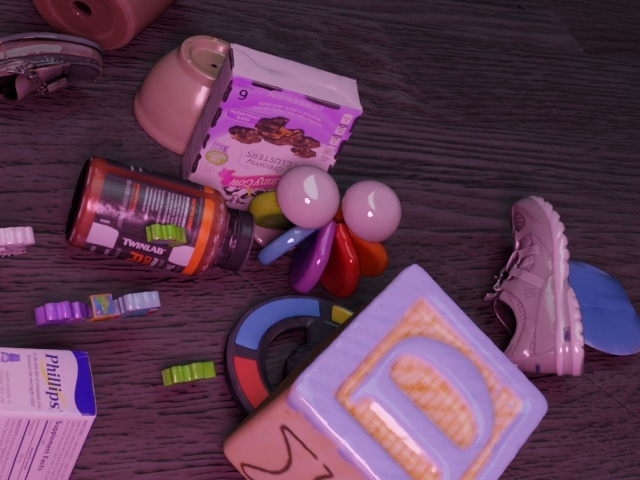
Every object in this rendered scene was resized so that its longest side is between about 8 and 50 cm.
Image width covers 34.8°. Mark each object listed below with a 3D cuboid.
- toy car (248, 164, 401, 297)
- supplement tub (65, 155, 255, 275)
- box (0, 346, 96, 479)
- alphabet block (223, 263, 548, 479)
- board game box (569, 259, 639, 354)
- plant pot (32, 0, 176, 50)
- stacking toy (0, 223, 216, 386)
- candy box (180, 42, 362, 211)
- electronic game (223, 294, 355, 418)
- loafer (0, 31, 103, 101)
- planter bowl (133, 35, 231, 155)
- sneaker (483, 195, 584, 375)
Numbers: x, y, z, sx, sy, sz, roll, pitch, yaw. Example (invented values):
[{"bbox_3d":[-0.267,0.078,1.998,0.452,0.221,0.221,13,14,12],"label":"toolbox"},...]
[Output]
[{"bbox_3d":[0.000,0.000,1.212,0.182,0.159,0.136,12,70,-21],"label":"toy car"},{"bbox_3d":[-0.176,-0.021,1.144,0.198,0.106,0.106,15,42,-18],"label":"supplement tub"},{"bbox_3d":[-0.277,0.157,0.877,0.137,0.126,0.072,7,43,-27],"label":"box"},{"bbox_3d":[0.056,0.175,0.958,0.192,0.197,0.193,48,55,3],"label":"alphabet block"},{"bbox_3d":[0.373,0.100,1.410,0.133,0.033,0.168,6,45,-24],"label":"board game box"},{"bbox_3d":[-0.281,-0.390,1.390,0.263,0.263,0.229,25,56,-6],"label":"plant pot"},{"bbox_3d":[-0.220,0.070,1.018,0.221,0.052,0.167,-3,76,-35],"label":"stacking toy"},{"bbox_3d":[-0.064,-0.124,1.250,0.165,0.196,0.070,13,42,-20],"label":"candy box"},{"bbox_3d":[0.004,0.151,1.118,0.229,0.048,0.229,17,41,-16],"label":"electronic game"},{"bbox_3d":[-0.390,-0.193,1.225,0.268,0.096,0.084,-5,70,-26],"label":"loafer"},{"bbox_3d":[-0.154,-0.200,1.346,0.162,0.109,0.162,17,40,-15],"label":"planter bowl"},{"bbox_3d":[0.268,0.050,1.335,0.115,0.105,0.281,-6,46,6],"label":"sneaker"}]
